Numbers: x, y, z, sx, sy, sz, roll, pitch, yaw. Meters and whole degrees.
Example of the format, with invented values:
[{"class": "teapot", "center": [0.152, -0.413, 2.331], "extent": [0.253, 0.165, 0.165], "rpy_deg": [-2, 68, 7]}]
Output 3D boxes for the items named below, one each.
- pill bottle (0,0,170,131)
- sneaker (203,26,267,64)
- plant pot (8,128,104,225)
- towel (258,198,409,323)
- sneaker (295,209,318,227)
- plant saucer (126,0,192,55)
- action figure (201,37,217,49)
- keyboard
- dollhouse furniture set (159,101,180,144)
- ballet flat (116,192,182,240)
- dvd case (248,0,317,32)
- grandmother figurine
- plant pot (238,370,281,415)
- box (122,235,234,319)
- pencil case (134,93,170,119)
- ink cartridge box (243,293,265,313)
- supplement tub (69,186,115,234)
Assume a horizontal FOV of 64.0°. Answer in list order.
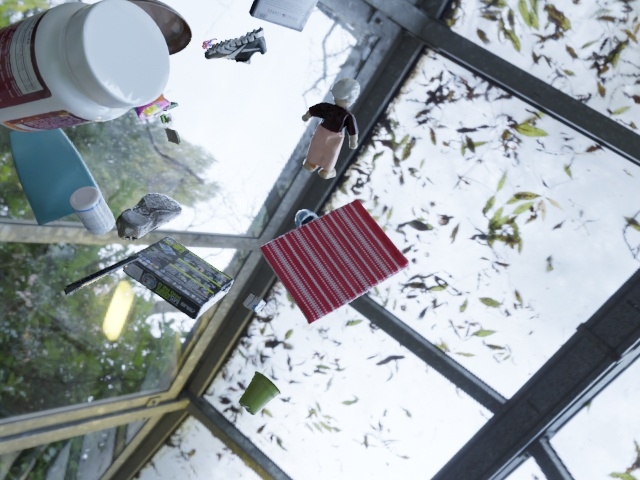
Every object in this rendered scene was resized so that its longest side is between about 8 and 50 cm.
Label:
[{"class": "pill bottle", "center": [-0.509, -0.347, 1.035], "extent": [0.393, 0.224, 0.223], "rpy_deg": [2, -91, 33]}, {"class": "sneaker", "center": [-0.292, -0.659, 1.797], "extent": [0.235, 0.106, 0.078], "rpy_deg": [-15, -148, 11]}, {"class": "plant pot", "center": [-0.694, -0.185, 1.332], "extent": [0.165, 0.166, 0.234], "rpy_deg": [22, -46, 65]}, {"class": "towel", "center": [0.034, 0.036, 1.082], "extent": [0.198, 0.275, 0.031], "rpy_deg": [53, -28, 19]}, {"class": "sneaker", "center": [0.000, 0.000, 1.685], "extent": [0.085, 0.086, 0.237], "rpy_deg": [-39, -75, 3]}, {"class": "plant saucer", "center": [-0.573, -0.691, 1.648], "extent": [0.311, 0.311, 0.050], "rpy_deg": [-12, -104, 39]}, {"class": "action figure", "center": [-0.452, -0.797, 2.077], "extent": [0.030, 0.115, 0.038], "rpy_deg": [22, -55, 8]}, {"class": "keyboard", "center": [-0.547, 0.083, 1.274], "extent": [0.108, 0.180, 0.023], "rpy_deg": [-24, -85, 41]}, {"class": "dollhouse furniture set", "center": [-0.560, -0.447, 1.954], "extent": [0.076, 0.059, 0.151], "rpy_deg": [19, -48, 36]}, {"class": "ballet flat", "center": [-0.375, -0.050, 1.120], "extent": [0.084, 0.250, 0.058], "rpy_deg": [30, -72, -4]}, {"class": "dvd case", "center": [-0.069, -0.692, 1.377], "extent": [0.238, 0.180, 0.029], "rpy_deg": [-54, -126, 35]}, {"class": "grandmother figurine", "center": [0.036, -0.379, 1.692], "extent": [0.208, 0.104, 0.342], "rpy_deg": [21, -53, -4]}, {"class": "plant pot", "center": [-0.149, 0.365, 1.205], "extent": [0.083, 0.079, 0.083], "rpy_deg": [31, -31, 21]}, {"class": "box", "center": [-0.435, 0.109, 1.591], "extent": [0.270, 0.216, 0.060], "rpy_deg": [33, -66, 4]}, {"class": "pencil case", "center": [-0.493, -0.441, 1.357], "extent": [0.105, 0.104, 0.236], "rpy_deg": [-28, -91, 35]}, {"class": "ink cartridge box", "center": [-0.244, 0.224, 1.843], "extent": [0.083, 0.028, 0.048], "rpy_deg": [20, -115, 41]}, {"class": "supplement tub", "center": [-0.547, -0.071, 1.229], "extent": [0.071, 0.071, 0.107], "rpy_deg": [46, -23, 32]}]
